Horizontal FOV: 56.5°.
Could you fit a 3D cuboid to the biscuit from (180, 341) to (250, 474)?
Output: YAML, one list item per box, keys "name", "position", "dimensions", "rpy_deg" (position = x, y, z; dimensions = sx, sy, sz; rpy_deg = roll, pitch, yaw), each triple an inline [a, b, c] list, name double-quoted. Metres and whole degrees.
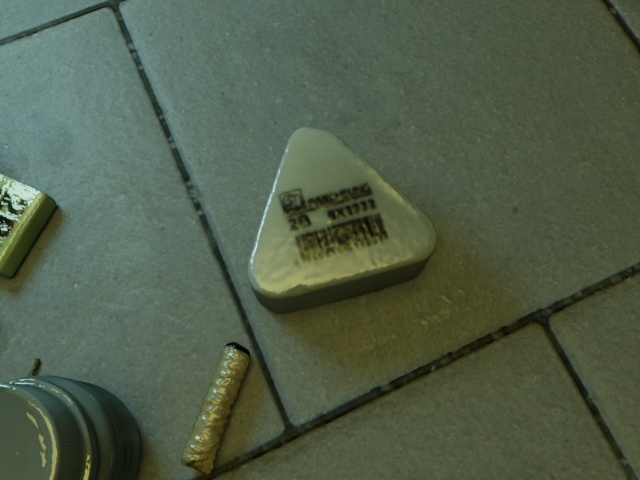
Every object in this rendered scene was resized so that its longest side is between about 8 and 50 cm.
- name: "biscuit"
  position: [-0.174, 0.283, 1.019]
  dimensions: [0.061, 0.055, 0.219]
  rpy_deg: [22, 73, -4]

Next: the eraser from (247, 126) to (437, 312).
- name: "eraser"
  position: [0.000, 0.000, 1.063]
  dimensions: [0.330, 0.150, 0.332]
  rpy_deg: [0, 73, 1]

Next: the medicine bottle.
- name: "medicine bottle"
  position: [-0.420, 0.322, 0.874]
  dimensions: [0.244, 0.306, 0.245]
  rpy_deg: [0, 72, 0]

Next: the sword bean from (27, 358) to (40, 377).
- name: "sword bean"
  position: [-0.514, 0.250, 1.052]
  dimensions: [0.012, 0.012, 0.083]
  rpy_deg: [12, 73, 4]

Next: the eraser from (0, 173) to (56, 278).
- name: "eraser"
  position: [-0.594, -0.028, 1.118]
  dimensions: [0.117, 0.058, 0.172]
  rpy_deg: [23, 74, 8]
